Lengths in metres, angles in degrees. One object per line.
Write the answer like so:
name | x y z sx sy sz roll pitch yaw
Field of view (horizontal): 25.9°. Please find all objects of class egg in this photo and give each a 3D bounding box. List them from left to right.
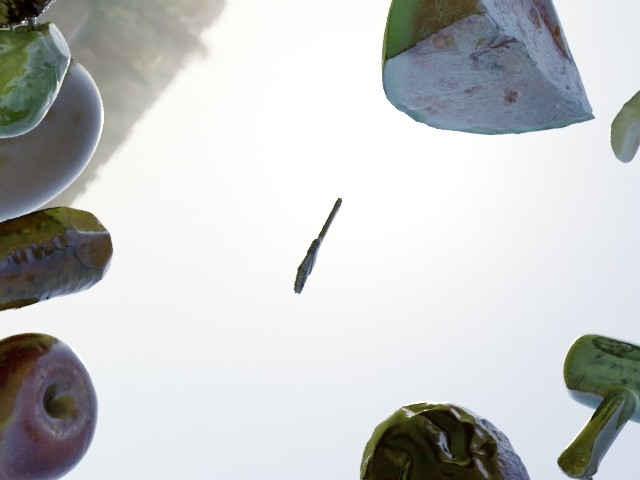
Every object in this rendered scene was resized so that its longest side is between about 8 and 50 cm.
egg | -0.521 -0.175 2.152 0.373 0.301 0.301 -15 -154 17

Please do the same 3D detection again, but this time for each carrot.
carrot | -0.384 0.032 1.654 0.301 0.114 0.114 -17 161 -45

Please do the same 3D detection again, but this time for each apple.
apple | -0.386 0.218 1.763 0.162 0.201 0.201 -15 -146 34

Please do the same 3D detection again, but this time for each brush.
brush | 0.000 0.000 1.704 0.170 0.014 0.043 -63 170 -47

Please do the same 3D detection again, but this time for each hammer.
hammer | 0.397 0.240 1.888 0.305 0.201 0.113 -41 138 -52

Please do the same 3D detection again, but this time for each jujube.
jujube | 0.127 0.261 1.384 0.183 0.183 0.243 -54 -156 1

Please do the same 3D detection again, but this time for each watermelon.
watermelon | 0.187 -0.213 1.538 0.180 0.305 0.224 35 -84 39

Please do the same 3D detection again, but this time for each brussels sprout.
brussels sprout | -0.408 -0.206 1.784 0.131 0.183 0.146 -56 140 -74

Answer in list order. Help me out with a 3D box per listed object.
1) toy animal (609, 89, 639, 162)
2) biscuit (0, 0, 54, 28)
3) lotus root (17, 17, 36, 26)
toy animal | 0.618 -0.147 2.149 0.271 0.265 0.206 -17 149 -34
biscuit | -0.439 -0.398 1.731 0.334 0.289 0.081 2 -136 50
lotus root | -0.522 -0.467 2.284 0.124 0.241 0.123 -12 -176 2
